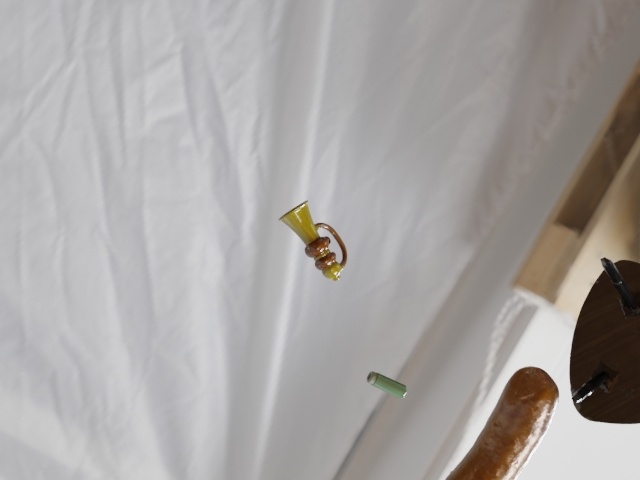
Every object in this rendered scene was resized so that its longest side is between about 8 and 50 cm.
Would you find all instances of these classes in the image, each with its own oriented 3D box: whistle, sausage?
[{"bbox_3d":[-0.005,0.001,1.591,0.109,0.046,0.057,55,-166,-10],"label":"whistle"},{"bbox_3d":[0.310,0.336,2.069,0.108,0.271,0.109,30,-173,-4],"label":"sausage"}]

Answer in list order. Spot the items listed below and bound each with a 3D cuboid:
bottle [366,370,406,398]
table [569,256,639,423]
[{"bbox_3d":[0.134,0.293,2.514,0.083,0.030,0.030,27,180,-17],"label":"bottle"},{"bbox_3d":[0.560,0.166,2.216,0.317,0.317,0.249,30,-179,22],"label":"table"}]
